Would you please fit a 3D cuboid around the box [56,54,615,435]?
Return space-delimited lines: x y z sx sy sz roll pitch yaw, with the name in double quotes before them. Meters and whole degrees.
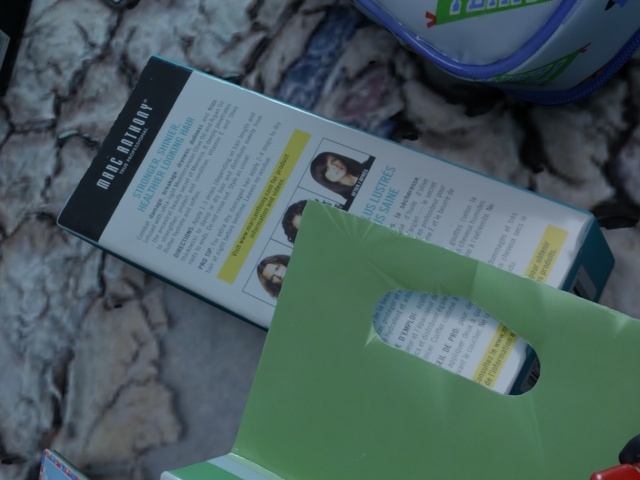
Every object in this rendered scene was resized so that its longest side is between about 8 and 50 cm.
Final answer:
"box" 0.000 0.000 0.516 0.244 0.060 0.100 24 81 29

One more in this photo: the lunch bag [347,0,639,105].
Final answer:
"lunch bag" 0.076 -0.220 0.505 0.303 0.115 0.243 46 114 28

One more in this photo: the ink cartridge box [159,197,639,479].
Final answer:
"ink cartridge box" 0.017 0.119 0.423 0.171 0.056 0.235 21 103 30

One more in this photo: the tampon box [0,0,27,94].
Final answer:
"tampon box" -0.276 -0.156 0.664 0.161 0.120 0.101 2 70 25

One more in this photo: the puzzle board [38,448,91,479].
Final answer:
"puzzle board" -0.107 0.154 0.481 0.128 0.011 0.096 13 93 57

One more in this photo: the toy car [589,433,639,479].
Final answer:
"toy car" 0.219 0.087 0.366 0.225 0.053 0.239 35 54 14
